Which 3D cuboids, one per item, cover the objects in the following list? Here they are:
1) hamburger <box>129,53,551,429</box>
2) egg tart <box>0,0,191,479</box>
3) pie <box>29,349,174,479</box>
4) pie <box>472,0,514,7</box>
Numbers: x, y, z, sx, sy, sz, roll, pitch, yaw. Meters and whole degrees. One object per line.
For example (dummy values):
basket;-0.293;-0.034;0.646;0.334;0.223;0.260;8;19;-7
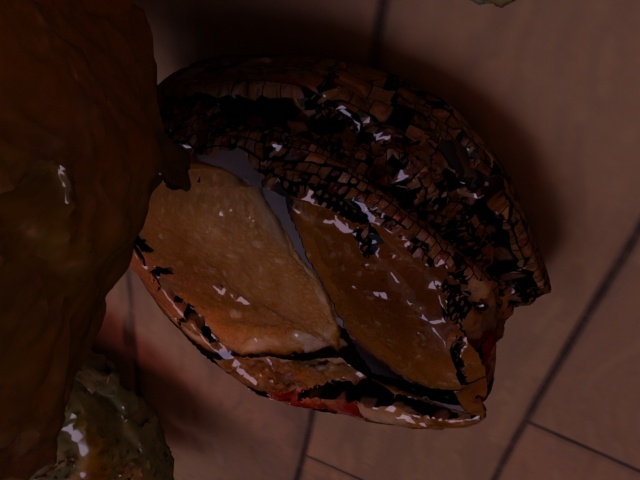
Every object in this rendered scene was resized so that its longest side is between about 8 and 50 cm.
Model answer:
hamburger;0.000;0.000;0.720;0.231;0.107;0.231;25;154;13
egg tart;-0.151;-0.081;0.540;0.153;0.351;0.339;-18;157;16
pie;-0.337;0.175;1.114;0.395;0.180;0.418;-30;119;22
pie;0.006;-0.163;0.464;0.240;0.054;0.240;20;153;10
